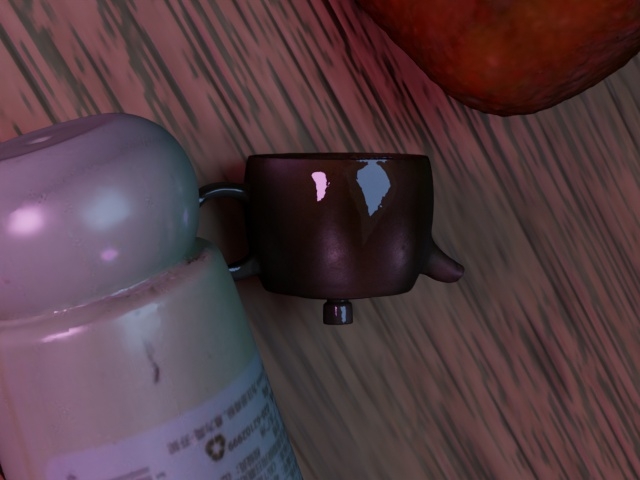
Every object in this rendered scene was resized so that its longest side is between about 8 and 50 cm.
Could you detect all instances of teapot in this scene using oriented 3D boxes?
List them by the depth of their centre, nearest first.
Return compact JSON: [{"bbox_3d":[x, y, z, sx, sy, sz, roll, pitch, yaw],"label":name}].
[{"bbox_3d":[0.000,0.000,0.680,0.121,0.076,0.068,-1,95,-17],"label":"teapot"}]

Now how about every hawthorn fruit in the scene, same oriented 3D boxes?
[{"bbox_3d":[0.101,-0.141,0.756,0.203,0.163,0.162,-17,97,-61],"label":"hawthorn fruit"}]

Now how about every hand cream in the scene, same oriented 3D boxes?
[{"bbox_3d":[-0.047,0.107,0.606,0.147,0.093,0.306,-32,108,-47],"label":"hand cream"}]
